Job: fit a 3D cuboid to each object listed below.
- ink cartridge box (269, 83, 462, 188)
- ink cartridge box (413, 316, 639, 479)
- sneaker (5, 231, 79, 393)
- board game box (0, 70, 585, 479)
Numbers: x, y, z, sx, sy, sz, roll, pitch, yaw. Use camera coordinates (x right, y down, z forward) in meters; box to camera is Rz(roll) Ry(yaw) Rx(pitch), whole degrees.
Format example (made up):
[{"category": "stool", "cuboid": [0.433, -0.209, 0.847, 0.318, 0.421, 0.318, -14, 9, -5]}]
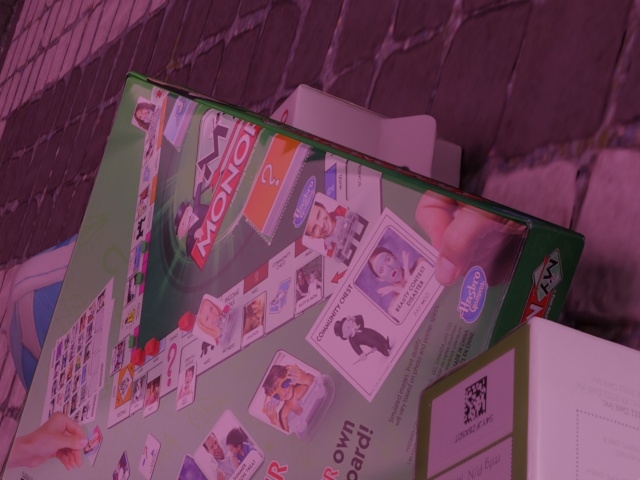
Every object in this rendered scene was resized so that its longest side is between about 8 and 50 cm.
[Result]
[{"category": "ink cartridge box", "cuboid": [0.000, 0.000, 0.686, 0.143, 0.090, 0.092, -43, 35, 51]}, {"category": "ink cartridge box", "cuboid": [0.078, 0.133, 0.346, 0.062, 0.109, 0.209, -44, 34, 51]}, {"category": "sneaker", "cuboid": [-0.138, 0.105, 0.891, 0.319, 0.127, 0.208, -39, 36, 56]}, {"category": "board game box", "cuboid": [-0.042, 0.111, 0.581, 0.214, 0.046, 0.317, 24, 99, 38]}]
